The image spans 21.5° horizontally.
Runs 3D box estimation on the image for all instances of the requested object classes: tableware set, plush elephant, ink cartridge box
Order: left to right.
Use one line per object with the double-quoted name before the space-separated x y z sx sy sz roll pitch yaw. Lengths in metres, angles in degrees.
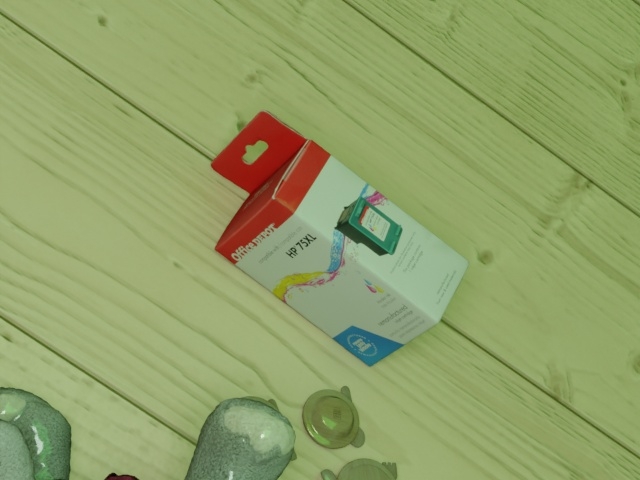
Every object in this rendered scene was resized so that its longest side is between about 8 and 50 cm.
"plush elephant" -0.210 0.236 1.196 0.255 0.271 0.330 41 60 -62
"tableware set" -0.010 0.198 1.480 0.168 0.020 0.141 -8 71 -29
"ink cartridge box" 0.000 0.000 1.503 0.231 0.134 0.078 37 57 -9
